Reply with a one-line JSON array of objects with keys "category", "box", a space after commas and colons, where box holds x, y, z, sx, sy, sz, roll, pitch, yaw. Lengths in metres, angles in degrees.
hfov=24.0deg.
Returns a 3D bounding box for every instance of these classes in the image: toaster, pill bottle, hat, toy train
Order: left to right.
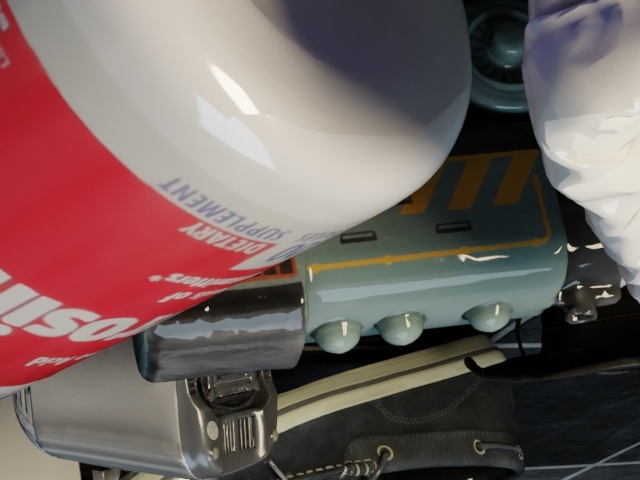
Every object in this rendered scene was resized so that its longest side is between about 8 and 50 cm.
[{"category": "pill bottle", "box": [-0.154, -0.049, 0.676, 0.408, 0.229, 0.229, -26, 153, 35]}, {"category": "toaster", "box": [-0.116, 0.048, 0.986, 0.146, 0.227, 0.129, -2, -179, 22]}, {"category": "toy train", "box": [0.022, -0.027, 0.861, 0.334, 0.190, 0.142, -5, 158, -12]}, {"category": "hat", "box": [0.265, 0.042, 1.222, 0.331, 0.134, 0.331, -2, 175, 0]}]

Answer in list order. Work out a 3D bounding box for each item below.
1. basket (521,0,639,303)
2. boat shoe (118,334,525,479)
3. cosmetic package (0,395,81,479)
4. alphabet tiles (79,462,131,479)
[{"category": "basket", "box": [0.243, -0.141, 0.577, 0.328, 0.266, 0.331, -17, 158, 16]}, {"category": "boat shoe", "box": [-0.001, 0.216, 1.348, 0.500, 0.156, 0.187, -13, 164, -38]}, {"category": "cosmetic package", "box": [-0.401, 0.181, 1.230, 0.365, 0.155, 0.197, 2, 153, -32]}, {"category": "alphabet tiles", "box": [-0.127, 0.269, 1.443, 0.342, 0.011, 0.285, 25, -167, 37]}]
